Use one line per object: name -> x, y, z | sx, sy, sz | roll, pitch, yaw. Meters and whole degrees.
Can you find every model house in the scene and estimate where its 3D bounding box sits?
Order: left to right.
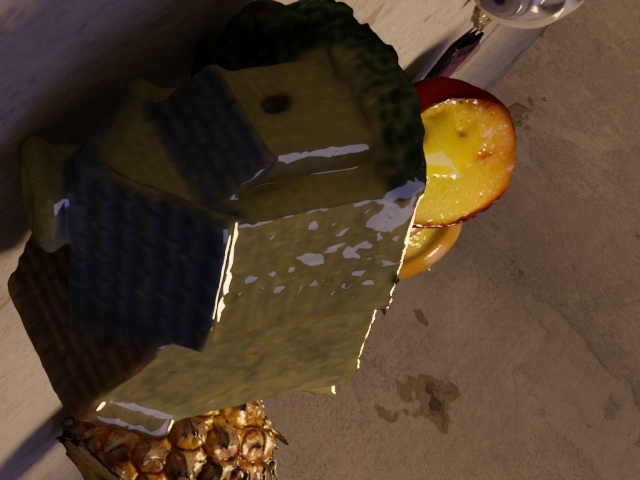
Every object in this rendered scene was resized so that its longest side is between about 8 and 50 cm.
model house -> -0.103, -0.024, 0.881 | 0.266, 0.261, 0.321 | -15, 143, -26

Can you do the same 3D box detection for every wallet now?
wallet -> 0.248, -0.339, 2.247 | 0.111, 0.030, 0.166 | -43, 175, -44

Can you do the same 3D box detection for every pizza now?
pizza -> 0.297, -0.419, 1.845 | 0.195, 0.052, 0.185 | -54, 179, 36

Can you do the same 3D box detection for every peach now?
peach -> 0.192, -0.149, 2.006 | 0.281, 0.281, 0.338 | -48, 175, 27

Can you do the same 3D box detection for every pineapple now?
pineapple -> -0.240, 0.349, 1.937 | 0.300, 0.352, 0.352 | -37, 173, -19

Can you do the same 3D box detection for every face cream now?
face cream -> 0.350, -0.417, 1.620 | 0.235, 0.137, 0.420 | 6, -148, 38

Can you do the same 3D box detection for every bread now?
bread -> 0.137, -0.030, 2.479 | 0.316, 0.270, 0.211 | -23, -136, 26
